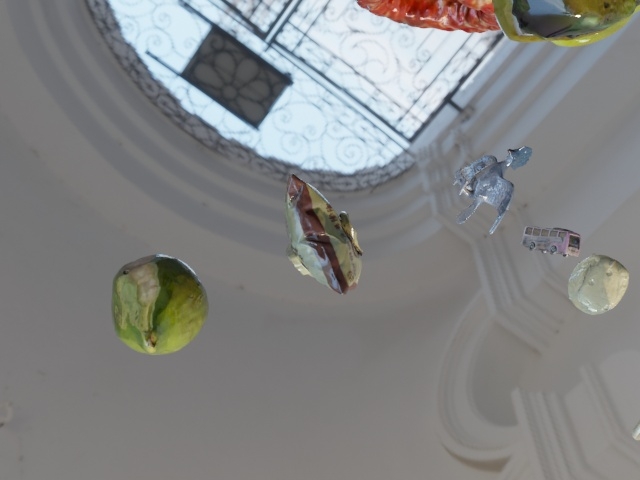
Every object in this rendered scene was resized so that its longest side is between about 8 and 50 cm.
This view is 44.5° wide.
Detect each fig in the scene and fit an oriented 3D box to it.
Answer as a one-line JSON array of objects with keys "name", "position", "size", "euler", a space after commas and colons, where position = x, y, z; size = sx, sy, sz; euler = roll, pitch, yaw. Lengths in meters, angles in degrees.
[{"name": "fig", "position": [-0.324, 0.153, 1.527], "size": [0.206, 0.206, 0.275], "euler": [32, -163, -18]}]

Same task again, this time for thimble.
[{"name": "thimble", "position": [0.221, -0.531, 1.461], "size": [0.350, 0.230, 0.350], "euler": [8, -175, -1]}]

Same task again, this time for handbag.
[{"name": "handbag", "position": [0.000, 0.000, 1.365], "size": [0.212, 0.127, 0.235], "euler": [61, 179, 6]}]

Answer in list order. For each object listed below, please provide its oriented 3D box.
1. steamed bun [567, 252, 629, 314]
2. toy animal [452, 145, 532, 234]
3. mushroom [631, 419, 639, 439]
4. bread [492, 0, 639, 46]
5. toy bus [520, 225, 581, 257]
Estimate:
[{"name": "steamed bun", "position": [0.597, 0.096, 1.691], "size": [0.113, 0.129, 0.091], "euler": [30, -178, -4]}, {"name": "toy animal", "position": [0.438, -0.141, 2.031], "size": [0.177, 0.255, 0.239], "euler": [4, -138, -15]}, {"name": "mushroom", "position": [0.697, 0.355, 1.606], "size": [0.059, 0.202, 0.054], "euler": [2, -131, -6]}, {"name": "bread", "position": [0.350, -0.479, 1.188], "size": [0.251, 0.208, 0.376], "euler": [-22, -83, -27]}, {"name": "toy bus", "position": [0.428, 0.001, 1.453], "size": [0.037, 0.052, 0.131], "euler": [14, 180, -24]}]
